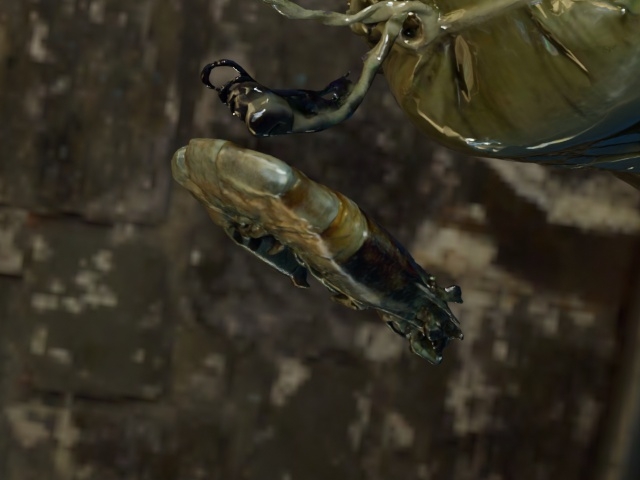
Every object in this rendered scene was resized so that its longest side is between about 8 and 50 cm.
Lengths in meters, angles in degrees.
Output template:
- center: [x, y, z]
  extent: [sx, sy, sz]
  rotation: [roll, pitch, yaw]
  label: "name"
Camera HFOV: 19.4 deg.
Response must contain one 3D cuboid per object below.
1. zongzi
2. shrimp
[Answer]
- center: [0.138, -0.057, 0.837]
  extent: [0.418, 0.181, 0.447]
  rotation: [62, 28, -24]
  label: "zongzi"
- center: [0.000, 0.000, 0.784]
  extent: [0.091, 0.161, 0.034]
  rotation: [12, -111, 49]
  label: "shrimp"
